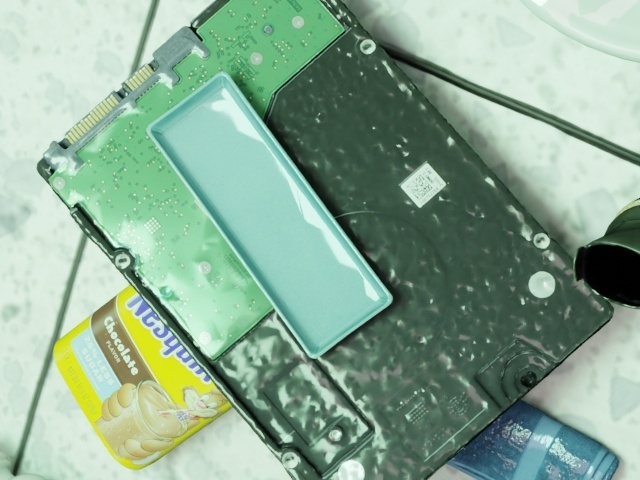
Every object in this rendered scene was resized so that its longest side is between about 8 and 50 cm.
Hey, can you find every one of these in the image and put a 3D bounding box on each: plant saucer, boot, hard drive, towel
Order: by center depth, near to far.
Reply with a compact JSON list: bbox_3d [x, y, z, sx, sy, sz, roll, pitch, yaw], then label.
[{"bbox_3d":[0.261,0.027,1.149,0.198,0.137,0.077,7,103,23],"label":"boot"},{"bbox_3d":[-0.033,-0.017,1.228,0.067,0.018,0.192,-37,80,1],"label":"plant saucer"},{"bbox_3d":[0.000,0.000,1.262,0.237,0.064,0.339,-42,81,0],"label":"hard drive"},{"bbox_3d":[0.142,0.148,1.290,0.119,0.029,0.067,29,110,18],"label":"towel"}]

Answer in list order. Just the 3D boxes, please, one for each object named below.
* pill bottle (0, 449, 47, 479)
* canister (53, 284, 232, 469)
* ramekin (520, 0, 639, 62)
[{"bbox_3d":[-0.232,0.244,1.443,0.180,0.108,0.108,47,115,11],"label":"pill bottle"},{"bbox_3d":[-0.102,0.078,1.368,0.170,0.073,0.126,-37,82,28],"label":"canister"},{"bbox_3d":[0.208,-0.231,1.038,0.273,0.127,0.273,1,95,14],"label":"ramekin"}]
